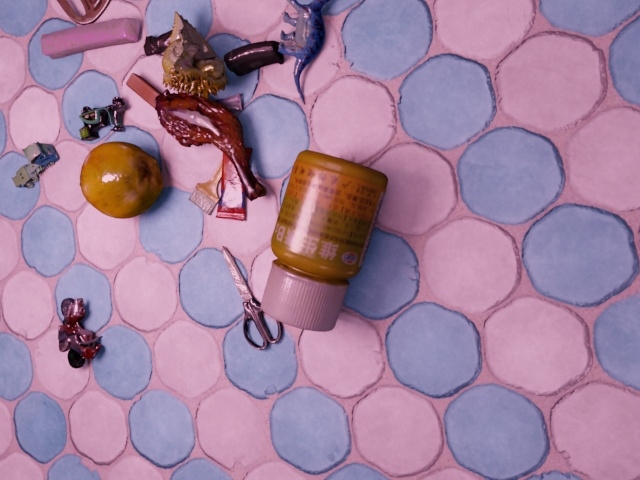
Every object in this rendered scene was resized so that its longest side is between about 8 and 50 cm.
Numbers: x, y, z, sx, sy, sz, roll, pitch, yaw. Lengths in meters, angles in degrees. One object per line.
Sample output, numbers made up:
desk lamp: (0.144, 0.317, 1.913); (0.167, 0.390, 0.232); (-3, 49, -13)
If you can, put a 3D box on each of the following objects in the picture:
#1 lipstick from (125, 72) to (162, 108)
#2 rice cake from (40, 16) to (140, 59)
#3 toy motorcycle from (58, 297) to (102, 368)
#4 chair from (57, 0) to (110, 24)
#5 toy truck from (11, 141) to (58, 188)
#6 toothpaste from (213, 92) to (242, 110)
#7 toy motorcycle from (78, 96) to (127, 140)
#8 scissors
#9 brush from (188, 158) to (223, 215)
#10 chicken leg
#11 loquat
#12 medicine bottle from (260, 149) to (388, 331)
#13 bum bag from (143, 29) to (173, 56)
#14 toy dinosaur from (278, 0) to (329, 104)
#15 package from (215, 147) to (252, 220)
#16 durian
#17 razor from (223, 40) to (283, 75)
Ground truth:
lipstick: (-0.487, -0.418, 1.472); (0.145, 0.045, 0.045); (40, 100, 16)
rice cake: (-0.696, -0.604, 1.541); (0.365, 0.056, 0.072); (-2, 88, 19)
toy motorcycle: (-0.718, 0.272, 1.533); (0.123, 0.082, 0.213); (-11, 87, 20)
chair: (-0.785, -0.808, 1.506); (0.175, 0.183, 0.326); (-46, 75, 15)
toy truck: (-0.902, -0.231, 1.599); (0.175, 0.081, 0.067); (-37, 76, 16)
toothpaste: (-0.293, -0.366, 1.413); (0.170, 0.028, 0.045); (-6, 87, 17)
toy motorcycle: (-0.636, -0.357, 1.520); (0.173, 0.058, 0.100); (-12, 93, 20)
scissors: (-0.200, 0.147, 1.384); (0.109, 0.022, 0.299); (-30, 79, 13)
brush: (-0.283, -0.175, 1.419); (0.083, 0.011, 0.205); (37, 101, 15)
chicken leg: (-0.279, -0.270, 1.350); (0.407, 0.096, 0.158); (42, 105, 10)
loquat: (-0.565, -0.161, 1.422); (0.246, 0.213, 0.213); (-11, 86, 22)
medicine bottle: (0.000, 0.000, 1.207); (0.225, 0.224, 0.384); (19, 97, 18)
bum bag: (-0.452, -0.560, 1.465); (0.125, 0.034, 0.057); (-5, 102, 20)
toy dinosaur: (-0.045, -0.525, 1.299); (0.145, 0.076, 0.329); (21, 97, -14)
package: (-0.233, -0.155, 1.391); (0.083, 0.022, 0.200); (6, 91, 11)
durian: (-0.323, -0.453, 1.316); (0.172, 0.306, 0.166); (2, 129, -8)
razor: (-0.170, -0.476, 1.338); (0.148, 0.090, 0.054); (-11, 88, 17)
